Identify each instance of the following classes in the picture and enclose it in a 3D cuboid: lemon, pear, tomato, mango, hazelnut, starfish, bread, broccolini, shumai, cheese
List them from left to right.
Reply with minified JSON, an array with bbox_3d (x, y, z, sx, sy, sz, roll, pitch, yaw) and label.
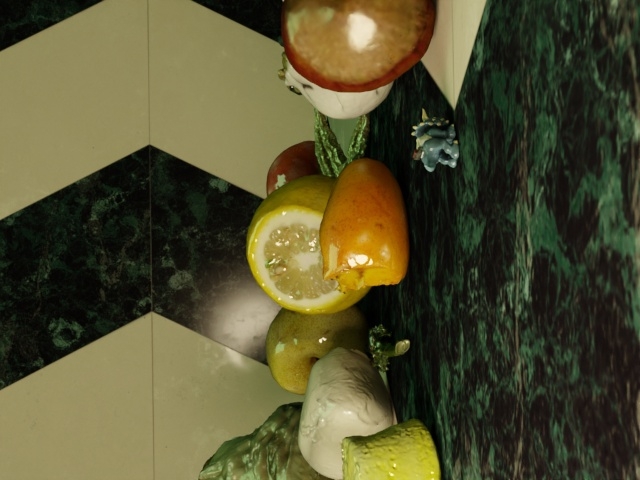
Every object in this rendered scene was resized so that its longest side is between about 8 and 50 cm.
[{"bbox_3d":[-0.107,0.559,2.058,0.397,0.324,0.324,-76,-34,-60],"label":"shumai"},{"bbox_3d":[-0.022,-0.117,2.025,0.184,0.208,0.208,133,139,-58],"label":"tomato"},{"bbox_3d":[-0.002,0.197,1.816,0.188,0.229,0.211,49,-157,-22],"label":"pear"},{"bbox_3d":[0.000,0.000,1.576,0.219,0.241,0.240,-47,-40,-63],"label":"lemon"},{"bbox_3d":[0.044,-0.110,1.789,0.357,0.078,0.347,-62,36,25],"label":"starfish"},{"bbox_3d":[0.042,0.297,1.504,0.198,0.154,0.189,-88,16,-68],"label":"cheese"},{"bbox_3d":[0.065,-0.028,1.310,0.252,0.126,0.153,-85,-13,-48],"label":"mango"},{"bbox_3d":[0.057,-0.267,1.069,0.186,0.210,0.210,45,141,51],"label":"hazelnut"},{"bbox_3d":[0.114,0.166,1.409,0.057,0.071,0.254,-49,2,-13],"label":"broccolini"},{"bbox_3d":[0.090,0.288,1.092,0.111,0.114,0.129,-131,37,-75],"label":"bread"}]

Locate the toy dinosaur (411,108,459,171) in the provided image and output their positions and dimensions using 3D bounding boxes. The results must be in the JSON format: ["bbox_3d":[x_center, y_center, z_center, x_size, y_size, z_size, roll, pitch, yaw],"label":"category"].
[{"bbox_3d":[0.121,-0.103,0.965,0.030,0.047,0.083,95,174,-50],"label":"toy dinosaur"}]

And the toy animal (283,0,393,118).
[{"bbox_3d":[0.032,-0.312,1.351,0.271,0.206,0.264,-60,-37,-67],"label":"toy animal"}]

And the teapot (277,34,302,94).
[{"bbox_3d":[-0.005,-0.375,1.837,0.182,0.173,0.269,-52,49,13],"label":"teapot"}]
